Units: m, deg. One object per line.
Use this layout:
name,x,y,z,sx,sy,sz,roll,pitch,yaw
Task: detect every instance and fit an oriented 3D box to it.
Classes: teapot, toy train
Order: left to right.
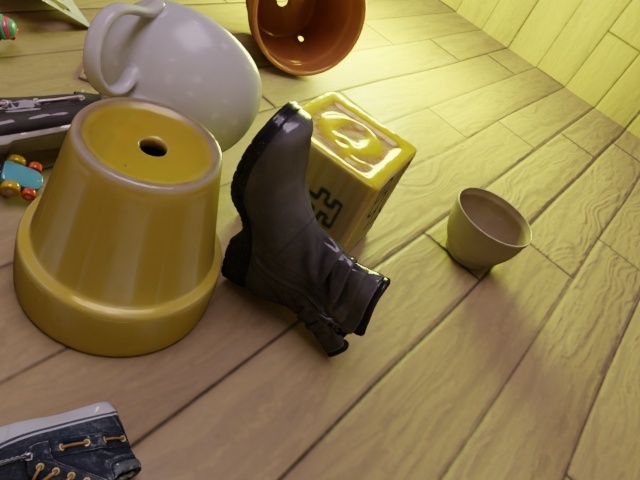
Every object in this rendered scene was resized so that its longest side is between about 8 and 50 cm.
toy train,-0.433,-0.050,0.739,0.125,0.046,0.166,59,33,0
teapot,-0.218,-0.196,0.790,0.256,0.252,0.187,35,66,-26

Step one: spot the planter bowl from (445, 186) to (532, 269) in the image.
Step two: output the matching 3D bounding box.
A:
planter bowl,0.315,-0.011,1.093,0.162,0.109,0.162,16,40,-14

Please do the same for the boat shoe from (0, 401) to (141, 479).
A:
boat shoe,-0.253,0.212,0.517,0.083,0.065,0.183,50,26,21

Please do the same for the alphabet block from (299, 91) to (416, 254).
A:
alphabet block,0.014,-0.101,0.939,0.193,0.197,0.192,35,39,8

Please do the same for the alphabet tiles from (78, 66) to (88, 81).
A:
alphabet tiles,-0.344,-0.341,1.134,0.237,0.009,0.198,15,41,-17

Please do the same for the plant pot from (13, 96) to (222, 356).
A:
plant pot,-0.229,-0.029,0.682,0.254,0.239,0.254,18,40,-15

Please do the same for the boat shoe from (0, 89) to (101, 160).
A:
boat shoe,-0.407,-0.186,0.824,0.335,0.112,0.096,-27,94,-47

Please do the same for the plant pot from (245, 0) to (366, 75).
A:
plant pot,-0.062,-0.578,1.374,0.290,0.291,0.203,1,30,-30

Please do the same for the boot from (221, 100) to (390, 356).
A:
boot,0.000,0.000,0.713,0.222,0.338,0.118,34,55,12

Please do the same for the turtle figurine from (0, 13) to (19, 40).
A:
turtle figurine,-0.605,-0.377,0.928,0.234,0.118,0.175,-3,28,-12

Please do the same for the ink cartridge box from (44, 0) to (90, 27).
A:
ink cartridge box,-0.584,-0.523,1.098,0.232,0.066,0.189,59,11,6
